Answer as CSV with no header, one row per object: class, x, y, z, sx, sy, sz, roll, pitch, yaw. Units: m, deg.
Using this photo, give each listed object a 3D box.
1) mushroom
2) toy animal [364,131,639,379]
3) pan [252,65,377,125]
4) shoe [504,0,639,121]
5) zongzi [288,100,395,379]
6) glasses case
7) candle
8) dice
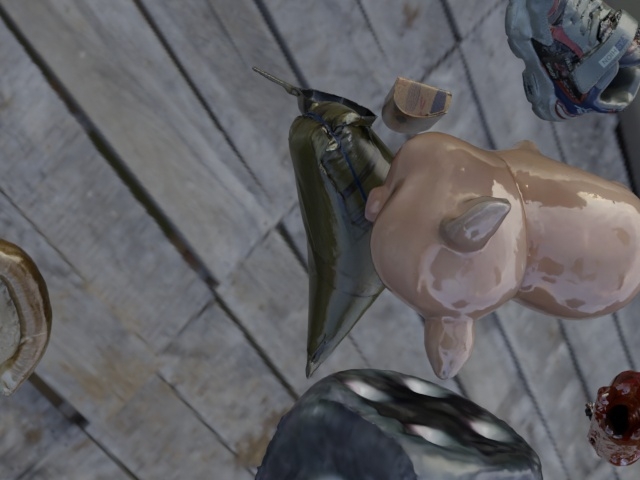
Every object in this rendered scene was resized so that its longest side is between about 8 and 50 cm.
mushroom,-0.368,0.081,1.419,0.072,0.094,0.210,-64,144,-63
toy animal,0.209,-0.001,1.343,0.269,0.326,0.237,-60,166,-53
pan,-0.009,-0.220,1.948,0.128,0.202,0.048,-6,121,-60
shoe,0.256,-0.192,1.150,0.099,0.125,0.228,-52,143,-21
zongzi,0.000,0.000,1.504,0.289,0.123,0.260,-50,128,-4
glasses case,0.108,-0.152,1.395,0.170,0.064,0.041,145,-39,-88
candle,0.257,0.148,0.975,0.302,0.084,0.059,68,42,-73
dice,0.065,0.222,1.014,0.183,0.182,0.182,7,109,-48
